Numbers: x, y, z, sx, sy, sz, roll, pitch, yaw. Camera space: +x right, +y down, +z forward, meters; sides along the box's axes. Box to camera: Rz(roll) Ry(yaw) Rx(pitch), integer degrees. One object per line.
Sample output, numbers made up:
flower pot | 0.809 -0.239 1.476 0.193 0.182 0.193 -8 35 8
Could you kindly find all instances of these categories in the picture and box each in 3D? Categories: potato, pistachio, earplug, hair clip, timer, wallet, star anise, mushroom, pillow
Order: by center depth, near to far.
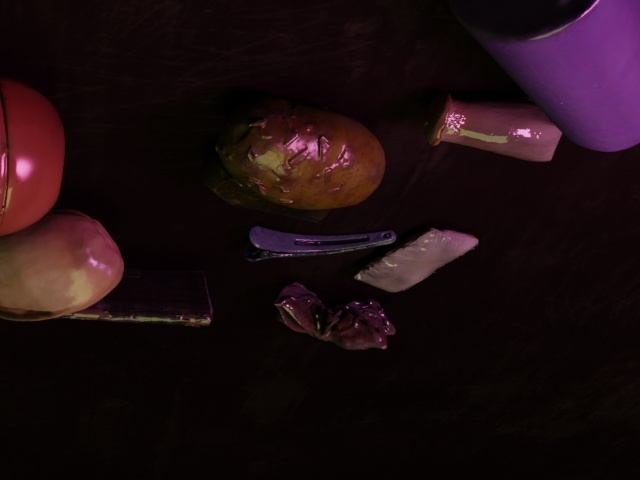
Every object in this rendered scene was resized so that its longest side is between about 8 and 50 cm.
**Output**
earplug | 0.337 -0.258 1.570 0.215 0.215 0.456 -17 155 22
timer | -0.471 -0.118 1.664 0.215 0.229 0.229 5 152 -24
potato | -0.022 -0.124 1.820 0.298 0.141 0.176 16 149 -35
mushroom | 0.277 -0.173 1.829 0.247 0.108 0.096 5 111 -22
pistachio | -0.470 0.043 2.027 0.299 0.187 0.187 -9 153 19
hair clip | 0.000 0.000 2.186 0.275 0.048 0.083 -3 152 -14
wallet | -0.359 0.102 2.195 0.317 0.169 0.044 2 116 -14
pillow | 0.179 0.038 2.268 0.128 0.051 0.229 15 145 -38
star anise | 0.030 0.154 2.406 0.258 0.110 0.198 14 176 -2

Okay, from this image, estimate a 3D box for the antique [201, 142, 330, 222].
antique | -0.082 -0.098 1.930 0.221 0.081 0.080 10 147 -26
